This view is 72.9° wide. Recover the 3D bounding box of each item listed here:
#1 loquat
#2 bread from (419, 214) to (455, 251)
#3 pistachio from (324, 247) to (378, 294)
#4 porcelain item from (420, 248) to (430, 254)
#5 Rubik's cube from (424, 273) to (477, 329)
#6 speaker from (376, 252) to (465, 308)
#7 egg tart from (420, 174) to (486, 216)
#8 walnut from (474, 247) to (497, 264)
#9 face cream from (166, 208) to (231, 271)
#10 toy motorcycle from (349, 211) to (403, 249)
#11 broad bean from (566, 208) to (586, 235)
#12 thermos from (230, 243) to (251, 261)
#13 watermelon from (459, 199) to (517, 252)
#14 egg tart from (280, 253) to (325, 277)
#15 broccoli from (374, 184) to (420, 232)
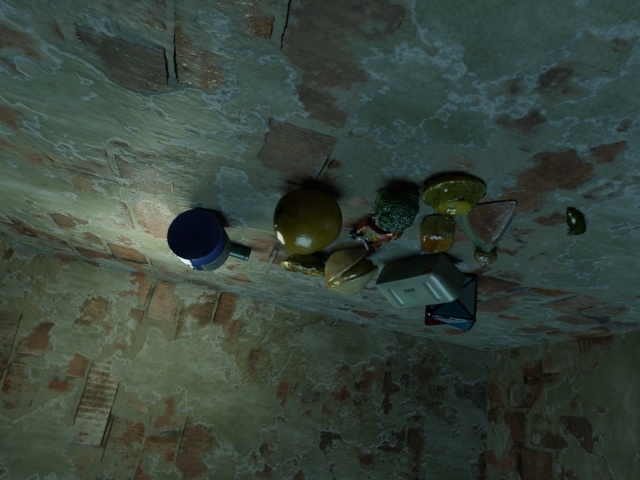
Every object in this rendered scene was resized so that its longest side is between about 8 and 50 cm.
[{"bbox_3d":[-0.047,-0.069,1.603,0.262,0.263,0.263,8,159,3],"label":"loquat"},{"bbox_3d":[0.461,-0.017,1.714,0.132,0.114,0.190,3,163,11],"label":"bread"},{"bbox_3d":[0.140,0.149,2.108,0.229,0.238,0.321,55,140,-2],"label":"pistachio"},{"bbox_3d":[0.487,0.049,1.969,0.036,0.028,0.083,23,156,-37],"label":"porcelain item"},{"bbox_3d":[0.676,0.315,2.258,0.248,0.247,0.250,4,158,12],"label":"Rubik's cube"},{"bbox_3d":[0.470,0.196,2.105,0.184,0.183,0.406,46,144,-19],"label":"speaker"},{"bbox_3d":[0.440,-0.139,1.438,0.212,0.090,0.213,5,159,2],"label":"egg tart"},{"bbox_3d":[0.706,0.064,1.852,0.096,0.083,0.079,7,-173,3],"label":"walnut"},{"bbox_3d":[-0.554,0.007,2.010,0.248,0.249,0.225,8,159,4],"label":"face cream"},{"bbox_3d":[0.233,-0.037,1.778,0.171,0.089,0.298,15,158,-16],"label":"toy motorcycle"},{"bbox_3d":[0.893,-0.055,1.513,0.061,0.046,0.195,-6,156,28],"label":"broad bean"},{"bbox_3d":[-0.472,0.048,2.333,0.187,0.083,0.073,19,135,-19],"label":"thermos"},{"bbox_3d":[0.606,-0.088,1.560,0.207,0.136,0.202,40,113,-5],"label":"watermelon"},{"bbox_3d":[-0.078,0.122,2.285,0.290,0.107,0.291,11,170,2],"label":"egg tart"},{"bbox_3d":[0.271,-0.112,1.513,0.195,0.156,0.195,-21,143,-17],"label":"broccoli"}]
